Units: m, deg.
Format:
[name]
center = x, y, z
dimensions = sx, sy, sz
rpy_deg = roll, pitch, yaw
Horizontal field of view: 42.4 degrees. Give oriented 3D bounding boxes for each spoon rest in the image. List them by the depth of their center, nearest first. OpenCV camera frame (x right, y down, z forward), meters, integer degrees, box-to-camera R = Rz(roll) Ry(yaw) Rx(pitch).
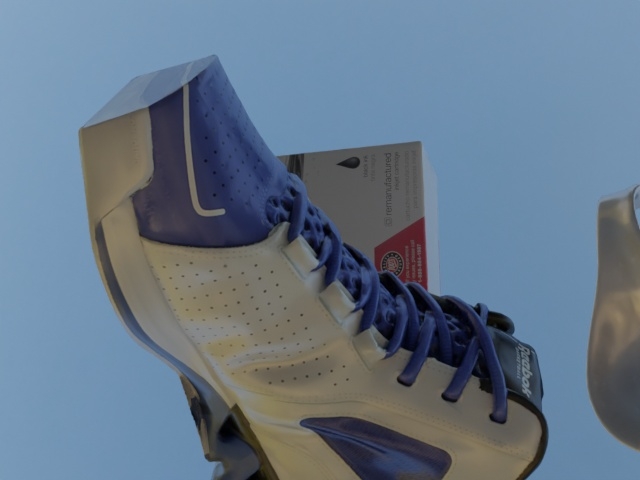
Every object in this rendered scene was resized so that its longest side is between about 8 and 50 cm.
[spoon rest]
center = 0.305, 0.063, 0.775
dimensions = 0.137, 0.084, 0.276
rpy_deg = -24, -127, 35

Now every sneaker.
[sneaker]
center = 0.017, 0.047, 0.425
dimensions = 0.182, 0.315, 0.127
rpy_deg = -12, -153, 8

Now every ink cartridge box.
[ink cartridge box]
center = 0.000, 0.000, 0.793
dimensions = 0.218, 0.092, 0.158
rpy_deg = -5, -110, 16
